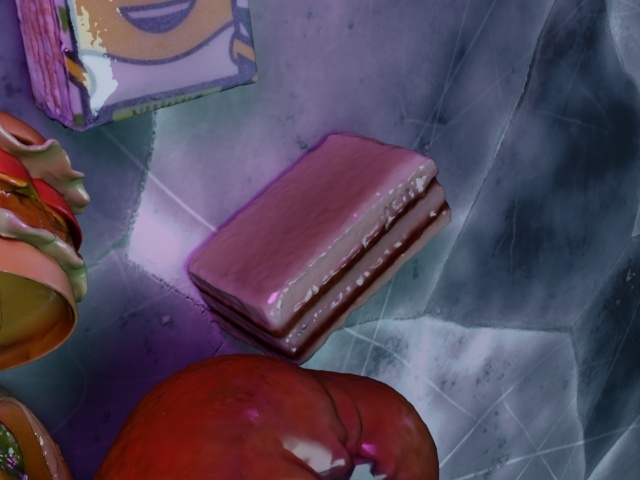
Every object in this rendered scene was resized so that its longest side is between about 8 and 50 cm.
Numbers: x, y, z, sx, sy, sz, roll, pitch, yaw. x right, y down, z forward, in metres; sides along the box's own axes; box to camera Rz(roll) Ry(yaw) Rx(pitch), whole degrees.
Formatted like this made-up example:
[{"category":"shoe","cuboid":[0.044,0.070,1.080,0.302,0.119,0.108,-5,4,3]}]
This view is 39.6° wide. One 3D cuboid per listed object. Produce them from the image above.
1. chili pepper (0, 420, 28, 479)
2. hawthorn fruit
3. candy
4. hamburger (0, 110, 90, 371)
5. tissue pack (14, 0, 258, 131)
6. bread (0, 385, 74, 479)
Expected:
[{"category":"chili pepper","cuboid":[-0.399,0.158,0.804,0.359,0.085,0.076,34,80,-50]},{"category":"hawthorn fruit","cuboid":[-0.077,0.353,1.069,0.471,0.471,0.472,-16,116,-35]},{"category":"candy","cuboid":[0.000,0.000,1.172,0.320,0.179,0.135,-41,130,-20]},{"category":"hamburger","cuboid":[-0.349,-0.010,0.819,0.274,0.212,0.274,-9,151,-5]},{"category":"tissue pack","cuboid":[-0.200,-0.294,0.919,0.228,0.128,0.311,-23,121,-34]},{"category":"bread","cuboid":[-0.362,0.287,1.025,0.140,0.106,0.236,-34,126,-29]}]
